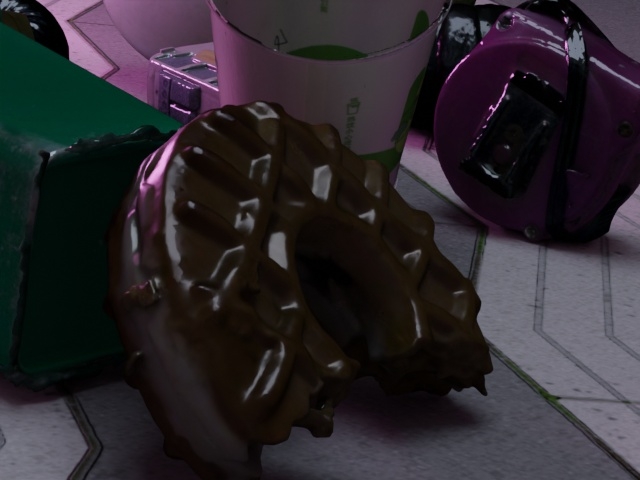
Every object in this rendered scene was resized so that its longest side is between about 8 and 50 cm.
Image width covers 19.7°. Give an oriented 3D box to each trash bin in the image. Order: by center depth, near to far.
[{"bbox_3d":[-0.297,-0.051,1.464,0.381,0.259,0.295,23,22,36],"label":"trash bin"}]

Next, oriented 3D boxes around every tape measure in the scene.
[{"bbox_3d":[0.242,-0.127,1.952,0.231,0.245,0.149,32,25,22],"label":"tape measure"}]

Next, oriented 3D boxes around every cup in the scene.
[{"bbox_3d":[-0.003,-0.172,1.868,0.253,0.274,0.253,3,46,-3],"label":"cup"}]

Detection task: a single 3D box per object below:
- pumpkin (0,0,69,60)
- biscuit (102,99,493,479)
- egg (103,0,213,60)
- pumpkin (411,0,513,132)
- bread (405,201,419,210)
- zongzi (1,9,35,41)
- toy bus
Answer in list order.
[{"bbox_3d":[-0.395,-0.218,2.192,0.202,0.140,0.202,10,37,-7],"label":"pumpkin"},{"bbox_3d":[-0.025,0.031,1.331,0.115,0.268,0.366,-35,-12,29],"label":"biscuit"},{"bbox_3d":[-0.103,-0.336,2.469,0.388,0.276,0.276,9,16,3],"label":"egg"},{"bbox_3d":[0.176,-0.255,2.367,0.248,0.248,0.248,6,16,-2],"label":"pumpkin"},{"bbox_3d":[-0.003,0.005,1.667,0.183,0.102,0.337,14,15,13],"label":"bread"},{"bbox_3d":[-0.346,-0.053,1.753,0.250,0.274,0.125,-28,-13,26],"label":"zongzi"},{"bbox_3d":[-0.077,-0.149,2.175,0.138,0.097,0.342,-14,26,-34],"label":"toy bus"}]
